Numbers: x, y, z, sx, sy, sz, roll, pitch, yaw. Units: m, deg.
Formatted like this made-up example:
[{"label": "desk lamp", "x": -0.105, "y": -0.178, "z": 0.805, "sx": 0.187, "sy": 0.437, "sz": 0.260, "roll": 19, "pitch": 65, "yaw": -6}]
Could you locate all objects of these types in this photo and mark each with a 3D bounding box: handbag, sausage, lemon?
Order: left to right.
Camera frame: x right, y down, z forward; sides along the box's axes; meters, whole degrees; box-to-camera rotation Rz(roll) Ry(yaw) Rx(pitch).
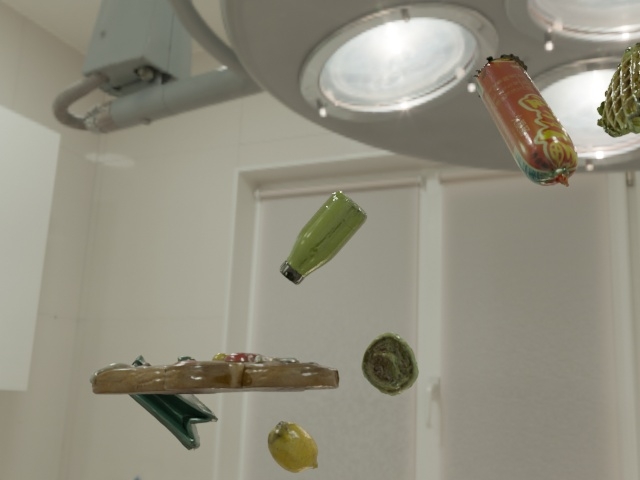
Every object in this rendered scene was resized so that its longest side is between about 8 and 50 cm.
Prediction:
[{"label": "handbag", "x": -0.353, "y": 0.372, "z": 1.703, "sx": 0.238, "sy": 0.089, "sz": 0.326, "roll": 39, "pitch": -12, "yaw": -1}, {"label": "lemon", "x": -0.049, "y": 0.385, "z": 1.345, "sx": 0.111, "sy": 0.082, "sz": 0.082, "roll": 47, "pitch": -18, "yaw": -1}, {"label": "sausage", "x": 0.267, "y": -0.147, "z": 0.934, "sx": 0.083, "sy": 0.264, "sz": 0.083, "roll": -3, "pitch": -51, "yaw": -4}]

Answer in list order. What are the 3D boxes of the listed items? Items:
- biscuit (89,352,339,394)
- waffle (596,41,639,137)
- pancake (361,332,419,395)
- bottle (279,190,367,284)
[{"label": "biscuit", "x": -0.149, "y": 0.214, "z": 1.183, "sx": 0.431, "sy": 0.064, "sz": 0.283, "roll": -13, "pitch": -18, "yaw": 40}, {"label": "waffle", "x": 0.642, "y": -0.312, "z": 1.490, "sx": 0.054, "sy": 0.214, "sz": 0.208, "roll": 21, "pitch": 9, "yaw": -4}, {"label": "pancake", "x": 0.120, "y": 0.213, "z": 1.249, "sx": 0.108, "sy": 0.108, "sz": 0.017, "roll": -4, "pitch": -4, "yaw": 28}, {"label": "bottle", "x": 0.000, "y": 0.000, "z": 1.868, "sx": 0.112, "sy": 0.260, "sz": 0.112, "roll": 40, "pitch": 8, "yaw": -7}]
